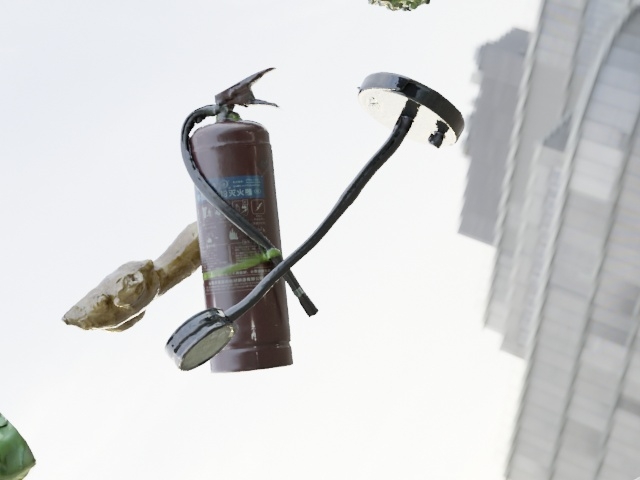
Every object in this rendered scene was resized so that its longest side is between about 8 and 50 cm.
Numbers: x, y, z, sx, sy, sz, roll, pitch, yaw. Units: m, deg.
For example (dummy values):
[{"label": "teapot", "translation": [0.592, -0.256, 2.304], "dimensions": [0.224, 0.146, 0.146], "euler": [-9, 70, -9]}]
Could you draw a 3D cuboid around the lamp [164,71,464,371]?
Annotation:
[{"label": "lamp", "translation": [-0.024, -0.027, 1.217], "dimensions": [0.371, 0.108, 0.130], "euler": [-43, -17, -9]}]

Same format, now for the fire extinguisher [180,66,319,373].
[{"label": "fire extinguisher", "translation": [-0.081, -0.024, 1.422], "dimensions": [0.105, 0.141, 0.342], "euler": [41, -137, -85]}]

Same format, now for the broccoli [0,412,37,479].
[{"label": "broccoli", "translation": [-0.372, 0.249, 1.069], "dimensions": [0.270, 0.270, 0.270], "euler": [-39, -35, -27]}]

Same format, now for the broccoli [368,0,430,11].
[{"label": "broccoli", "translation": [0.057, -0.312, 1.063], "dimensions": [0.176, 0.226, 0.198], "euler": [-44, -37, 12]}]

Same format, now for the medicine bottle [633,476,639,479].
[{"label": "medicine bottle", "translation": [0.426, 0.376, 1.388], "dimensions": [0.114, 0.252, 0.114], "euler": [-23, -23, -10]}]

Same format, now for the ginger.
[{"label": "ginger", "translation": [-0.201, 0.044, 1.480], "dimensions": [0.214, 0.059, 0.133], "euler": [-39, -12, -5]}]
